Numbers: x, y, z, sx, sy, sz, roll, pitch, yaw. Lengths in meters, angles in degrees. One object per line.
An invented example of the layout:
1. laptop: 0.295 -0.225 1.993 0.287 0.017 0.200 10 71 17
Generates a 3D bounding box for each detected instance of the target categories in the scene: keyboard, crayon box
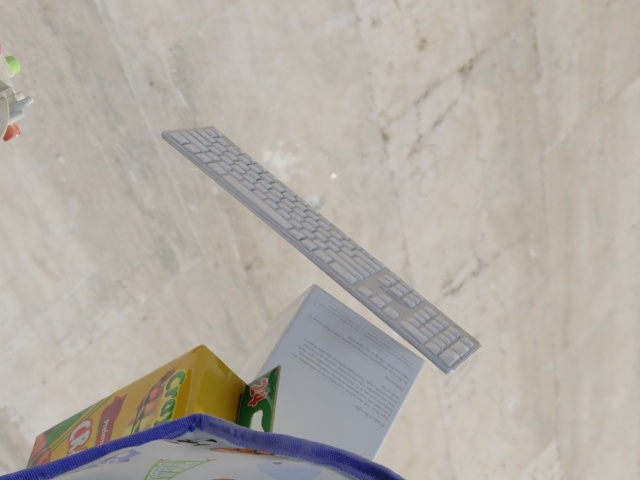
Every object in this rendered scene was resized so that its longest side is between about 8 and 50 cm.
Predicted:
1. keyboard: 0.000 0.000 0.727 0.014 0.256 0.072 -55 166 16
2. crayon box: -0.193 0.242 1.123 0.318 0.202 0.081 -30 120 22

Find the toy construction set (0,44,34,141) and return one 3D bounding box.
1. toy construction set: -0.500 -0.297 1.532 0.151 0.215 0.327 -22 96 -45

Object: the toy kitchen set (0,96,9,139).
1. toy kitchen set: -0.378 -0.119 0.833 0.207 0.122 0.166 -24 97 -48

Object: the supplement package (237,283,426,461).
1. supplement package: -0.036 0.235 1.291 0.293 0.177 0.175 -57 -173 -28

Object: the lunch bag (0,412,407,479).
1. lunch bag: -0.042 0.315 0.710 0.239 0.385 0.328 -15 101 -41
